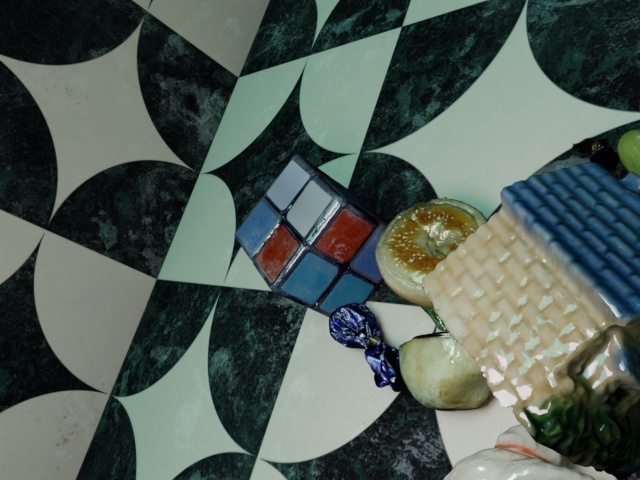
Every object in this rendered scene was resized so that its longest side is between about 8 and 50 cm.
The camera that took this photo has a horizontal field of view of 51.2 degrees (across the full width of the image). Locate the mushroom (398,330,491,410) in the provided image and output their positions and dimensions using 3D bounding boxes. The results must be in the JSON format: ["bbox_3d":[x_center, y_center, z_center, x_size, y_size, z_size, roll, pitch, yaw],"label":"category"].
[{"bbox_3d":[0.284,0.292,1.468,0.267,0.190,0.163,-13,71,41],"label":"mushroom"}]

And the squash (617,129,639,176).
[{"bbox_3d":[0.696,-0.139,1.378,0.083,0.083,0.250,-40,43,24],"label":"squash"}]

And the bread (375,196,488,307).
[{"bbox_3d":[0.288,0.036,1.630,0.306,0.158,0.305,-16,50,20],"label":"bread"}]

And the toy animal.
[{"bbox_3d":[0.348,0.485,1.305,0.188,0.267,0.307,-90,2,-53],"label":"toy animal"}]

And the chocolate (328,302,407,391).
[{"bbox_3d":[0.141,0.278,1.678,0.126,0.148,0.343,-30,29,-11],"label":"chocolate"}]

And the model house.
[{"bbox_3d":[0.494,0.124,1.128,0.400,0.445,0.395,-49,37,13],"label":"model house"}]

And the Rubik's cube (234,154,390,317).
[{"bbox_3d":[0.000,0.000,1.880,0.316,0.318,0.313,-53,39,9],"label":"Rubik's cube"}]

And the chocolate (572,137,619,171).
[{"bbox_3d":[0.620,-0.205,1.500,0.072,0.070,0.147,0,30,3],"label":"chocolate"}]

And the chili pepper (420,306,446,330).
[{"bbox_3d":[0.264,0.149,1.700,0.088,0.059,0.226,-49,42,21],"label":"chili pepper"}]
